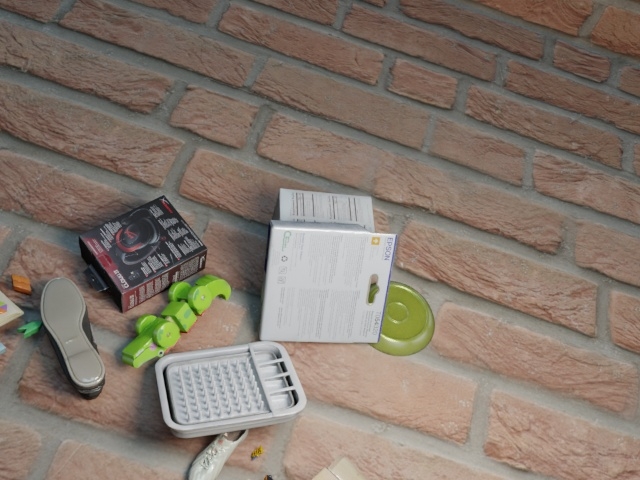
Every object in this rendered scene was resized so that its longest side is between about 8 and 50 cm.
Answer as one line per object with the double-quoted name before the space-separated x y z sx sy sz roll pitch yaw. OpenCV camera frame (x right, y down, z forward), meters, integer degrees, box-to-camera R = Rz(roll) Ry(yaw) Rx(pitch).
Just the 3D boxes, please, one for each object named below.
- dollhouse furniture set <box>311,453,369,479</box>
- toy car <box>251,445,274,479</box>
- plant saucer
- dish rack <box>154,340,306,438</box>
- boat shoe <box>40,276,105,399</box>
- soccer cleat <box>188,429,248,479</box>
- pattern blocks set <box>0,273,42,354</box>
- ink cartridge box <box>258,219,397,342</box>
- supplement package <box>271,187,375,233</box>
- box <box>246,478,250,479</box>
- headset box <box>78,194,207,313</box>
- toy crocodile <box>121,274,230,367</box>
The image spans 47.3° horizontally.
"dollhouse furniture set" 0.011 0.666 1.500 0.256 0.362 0.394 40 28 15
"toy car" -0.130 0.556 1.737 0.040 0.060 0.122 -38 42 13
"plant saucer" 0.212 0.209 2.053 0.240 0.037 0.241 6 55 -9
"dish rack" -0.221 0.365 1.763 0.332 0.072 0.285 -5 30 -17
"boat shoe" -0.614 0.243 1.802 0.112 0.096 0.335 -14 55 -26
"soccer cleat" -0.240 0.496 1.714 0.068 0.076 0.196 35 55 11
"pattern blocks set" -0.841 0.150 1.787 0.324 0.026 0.285 31 37 10
"ink cartridge box" 0.013 0.112 1.911 0.330 0.324 0.071 3 21 -14
"supplement package" 0.000 0.000 2.044 0.262 0.199 0.198 5 55 -11
"box" -0.265 0.602 1.628 0.232 0.087 0.058 -10 59 -19
"headset box" -0.485 0.039 1.952 0.293 0.110 0.218 -31 67 -30
"toy crocodile" -0.369 0.203 1.878 0.115 0.105 0.340 4 41 43
